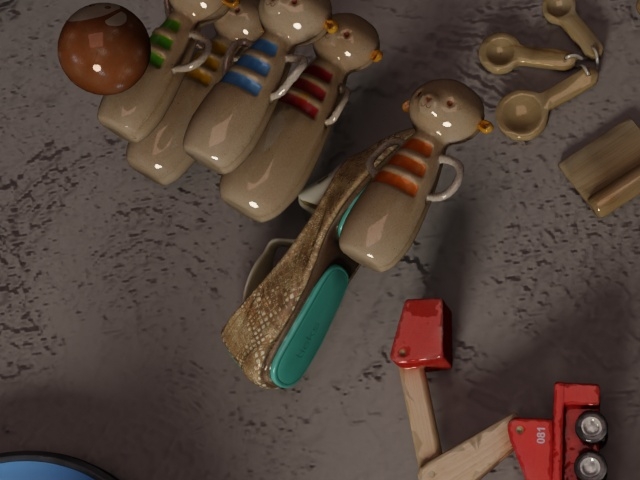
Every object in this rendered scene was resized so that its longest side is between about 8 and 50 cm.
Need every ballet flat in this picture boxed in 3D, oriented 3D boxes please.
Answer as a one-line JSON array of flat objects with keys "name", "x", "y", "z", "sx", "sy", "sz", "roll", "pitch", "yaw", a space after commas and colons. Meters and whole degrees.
[{"name": "ballet flat", "x": 0.000, "y": 0.000, "z": 0.878, "sx": 0.067, "sy": 0.073, "sz": 0.206, "roll": 28, "pitch": 78, "yaw": 33}]

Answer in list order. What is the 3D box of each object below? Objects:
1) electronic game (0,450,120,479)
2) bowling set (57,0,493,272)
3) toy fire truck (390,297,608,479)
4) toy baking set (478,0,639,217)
[{"name": "electronic game", "x": -0.197, "y": 0.252, "z": 0.855, "sx": 0.229, "sy": 0.048, "sz": 0.229, "roll": -3, "pitch": 74, "yaw": 11}, {"name": "bowling set", "x": -0.047, "y": -0.114, "z": 0.812, "sx": 0.287, "sy": 0.200, "sz": 0.154, "roll": 22, "pitch": 77, "yaw": 40}, {"name": "toy fire truck", "x": 0.111, "y": 0.134, "z": 0.823, "sx": 0.135, "sy": 0.047, "sz": 0.192, "roll": 1, "pitch": 75, "yaw": 13}, {"name": "toy baking set", "x": 0.222, "y": -0.141, "z": 0.888, "sx": 0.197, "sy": 0.030, "sz": 0.256, "roll": 31, "pitch": 82, "yaw": 19}]
